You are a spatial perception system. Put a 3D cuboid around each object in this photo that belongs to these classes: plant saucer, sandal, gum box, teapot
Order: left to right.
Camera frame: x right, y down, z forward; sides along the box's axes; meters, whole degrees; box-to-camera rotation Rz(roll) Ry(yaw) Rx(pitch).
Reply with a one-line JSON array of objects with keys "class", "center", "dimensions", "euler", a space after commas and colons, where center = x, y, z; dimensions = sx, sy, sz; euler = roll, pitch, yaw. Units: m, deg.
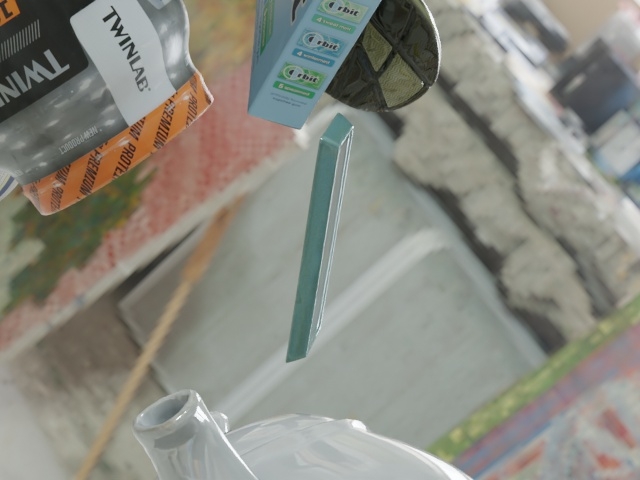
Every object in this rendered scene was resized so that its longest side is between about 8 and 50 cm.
[{"class": "teapot", "center": [-0.019, 0.170, 0.849], "dimensions": [0.252, 0.256, 0.187], "euler": [-11, 64, -46]}, {"class": "sandal", "center": [-0.004, -0.231, 1.430], "dimensions": [0.303, 0.120, 0.086], "euler": [48, 33, -21]}, {"class": "plant saucer", "center": [0.000, 0.000, 1.359], "dimensions": [0.018, 0.192, 0.067], "euler": [12, 24, 8]}, {"class": "gum box", "center": [0.009, -0.186, 1.093], "dimensions": [0.041, 0.184, 0.157], "euler": [16, 50, -16]}]

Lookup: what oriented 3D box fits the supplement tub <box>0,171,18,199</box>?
[{"class": "supplement tub", "center": [-0.398, -0.100, 1.425], "dimensions": [0.235, 0.235, 0.325], "euler": [49, 25, 4]}]

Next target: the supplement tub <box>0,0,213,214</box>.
[{"class": "supplement tub", "center": [-0.223, -0.187, 1.229], "dimensions": [0.316, 0.194, 0.193], "euler": [56, 18, -11]}]
